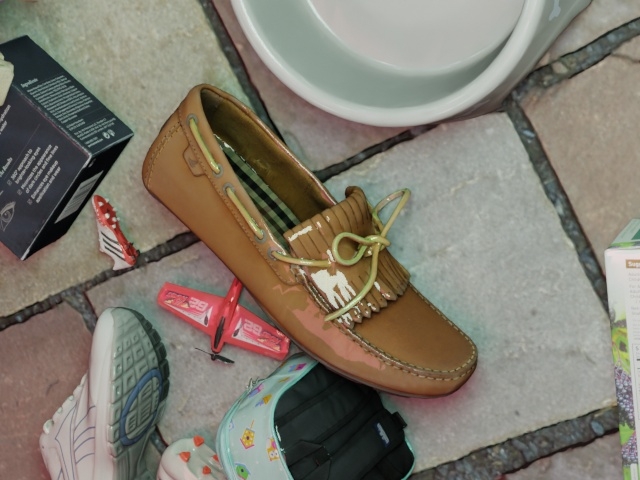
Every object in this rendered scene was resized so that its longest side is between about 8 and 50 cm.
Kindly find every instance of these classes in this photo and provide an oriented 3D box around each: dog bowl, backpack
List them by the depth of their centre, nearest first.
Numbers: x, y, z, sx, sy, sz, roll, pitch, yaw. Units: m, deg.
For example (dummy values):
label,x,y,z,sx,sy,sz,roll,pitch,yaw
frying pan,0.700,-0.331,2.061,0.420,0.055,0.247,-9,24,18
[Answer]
label,x,y,z,sx,sy,sz,roll,pitch,yaw
dog bowl,0.067,-0.259,1.523,0.348,0.102,0.349,8,111,23
backpack,-0.017,0.203,1.674,0.144,0.188,0.166,-20,100,29

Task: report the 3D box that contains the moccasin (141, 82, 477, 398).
label,x,y,z,sx,sy,sz,roll,pitch,yaw
moccasin,0.002,-0.001,1.634,0.380,0.139,0.147,46,129,14

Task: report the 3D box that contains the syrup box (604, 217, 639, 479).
label,x,y,z,sx,sy,sz,roll,pitch,yaw
syrup box,0.318,0.103,1.539,0.096,0.093,0.237,-1,107,25

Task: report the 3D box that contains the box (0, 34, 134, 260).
label,x,y,z,sx,sy,sz,roll,pitch,yaw
box,-0.302,-0.096,1.753,0.158,0.093,0.156,42,121,5

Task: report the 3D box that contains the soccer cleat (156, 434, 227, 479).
label,x,y,z,sx,sy,sz,roll,pitch,yaw
soccer cleat,-0.091,0.287,1.814,0.196,0.068,0.076,43,134,7

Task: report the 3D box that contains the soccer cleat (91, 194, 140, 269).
label,x,y,z,sx,sy,sz,roll,pitch,yaw
soccer cleat,-0.220,-0.007,1.785,0.035,0.029,0.083,-25,101,25

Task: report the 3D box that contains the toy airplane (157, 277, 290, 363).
label,x,y,z,sx,sy,sz,roll,pitch,yaw
toy airplane,-0.091,0.058,1.748,0.151,0.028,0.151,7,111,19

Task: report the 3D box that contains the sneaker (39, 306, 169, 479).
label,x,y,z,sx,sy,sz,roll,pitch,yaw
sneaker,-0.241,0.203,1.828,0.129,0.111,0.297,19,114,24

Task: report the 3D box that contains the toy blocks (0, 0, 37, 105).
label,x,y,z,sx,sy,sz,roll,pitch,yaw
toy blocks,-0.455,-0.223,1.621,0.288,0.260,0.309,43,118,37
